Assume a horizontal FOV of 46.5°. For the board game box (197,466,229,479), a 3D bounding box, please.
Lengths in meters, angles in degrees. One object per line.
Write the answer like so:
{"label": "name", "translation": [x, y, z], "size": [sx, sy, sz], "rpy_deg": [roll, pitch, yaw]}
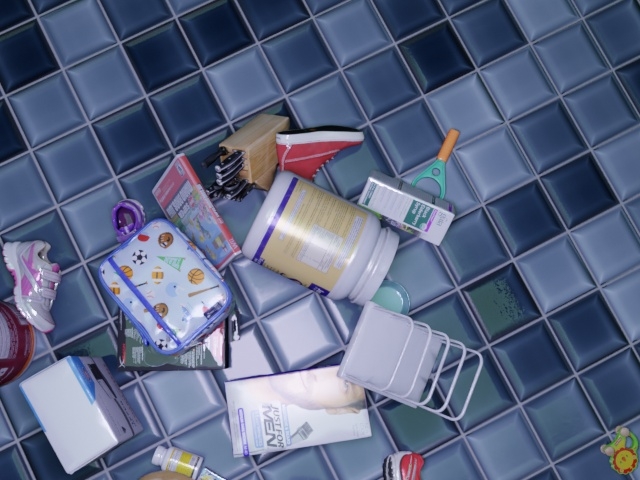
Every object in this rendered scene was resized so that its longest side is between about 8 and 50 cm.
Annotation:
{"label": "board game box", "translation": [-0.280, 0.653, 1.839], "size": [0.103, 0.026, 0.154], "rpy_deg": [28, 82, 2]}

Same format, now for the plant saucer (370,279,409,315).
{"label": "plant saucer", "translation": [0.170, 0.163, 1.923], "size": [0.119, 0.021, 0.119], "rpy_deg": [0, 81, -2]}

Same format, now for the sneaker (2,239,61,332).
{"label": "sneaker", "translation": [-0.704, 0.106, 1.867], "size": [0.111, 0.103, 0.252], "rpy_deg": [-20, 84, -3]}

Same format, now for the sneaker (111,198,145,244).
{"label": "sneaker", "translation": [-0.472, 0.000, 1.888], "size": [0.095, 0.104, 0.236], "rpy_deg": [-21, 84, -6]}

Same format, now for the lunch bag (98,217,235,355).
{"label": "lunch bag", "translation": [-0.362, 0.119, 1.761], "size": [0.243, 0.115, 0.303], "rpy_deg": [-40, 81, -7]}

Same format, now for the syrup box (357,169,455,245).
{"label": "syrup box", "translation": [0.219, -0.085, 1.910], "size": [0.237, 0.096, 0.093], "rpy_deg": [25, 110, 3]}

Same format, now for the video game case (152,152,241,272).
{"label": "video game case", "translation": [-0.314, -0.051, 1.859], "size": [0.025, 0.204, 0.285], "rpy_deg": [-27, 82, -37]}

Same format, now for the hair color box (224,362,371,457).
{"label": "hair color box", "translation": [-0.056, 0.413, 1.840], "size": [0.339, 0.110, 0.185], "rpy_deg": [-8, 81, -4]}

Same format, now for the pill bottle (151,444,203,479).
{"label": "pill bottle", "translation": [-0.352, 0.545, 1.833], "size": [0.116, 0.065, 0.065], "rpy_deg": [20, 82, 2]}

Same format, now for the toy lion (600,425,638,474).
{"label": "toy lion", "translation": [0.766, 0.535, 1.884], "size": [0.096, 0.034, 0.100], "rpy_deg": [42, 83, -3]}

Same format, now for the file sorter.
{"label": "file sorter", "translation": [0.220, 0.291, 1.765], "size": [0.278, 0.173, 0.192], "rpy_deg": [29, 80, -35]}

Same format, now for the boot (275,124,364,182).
{"label": "boot", "translation": [0.001, -0.206, 1.951], "size": [0.244, 0.088, 0.176], "rpy_deg": [-10, 111, -22]}

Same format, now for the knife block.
{"label": "knife block", "translation": [-0.191, -0.223, 1.852], "size": [0.088, 0.242, 0.275], "rpy_deg": [13, 81, 23]}

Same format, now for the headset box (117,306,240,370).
{"label": "headset box", "translation": [-0.347, 0.215, 1.857], "size": [0.293, 0.110, 0.218], "rpy_deg": [-1, 82, -2]}

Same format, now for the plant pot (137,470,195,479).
{"label": "plant pot", "translation": [-0.372, 0.675, 1.800], "size": [0.236, 0.032, 0.236], "rpy_deg": [1, 95, 6]}

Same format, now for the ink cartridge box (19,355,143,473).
{"label": "ink cartridge box", "translation": [-0.542, 0.392, 1.728], "size": [0.129, 0.307, 0.223], "rpy_deg": [-32, 84, -8]}

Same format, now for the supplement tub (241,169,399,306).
{"label": "supplement tub", "translation": [0.000, 0.000, 1.824], "size": [0.331, 0.241, 0.241], "rpy_deg": [27, 82, -4]}

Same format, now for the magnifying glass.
{"label": "magnifying glass", "translation": [0.310, -0.189, 1.976], "size": [0.092, 0.026, 0.231], "rpy_deg": [25, 81, 2]}

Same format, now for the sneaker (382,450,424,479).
{"label": "sneaker", "translation": [0.231, 0.656, 1.817], "size": [0.118, 0.107, 0.278], "rpy_deg": [-6, 84, -12]}

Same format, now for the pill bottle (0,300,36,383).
{"label": "pill bottle", "translation": [-0.821, 0.236, 1.699], "size": [0.224, 0.392, 0.224], "rpy_deg": [0, 82, -1]}
